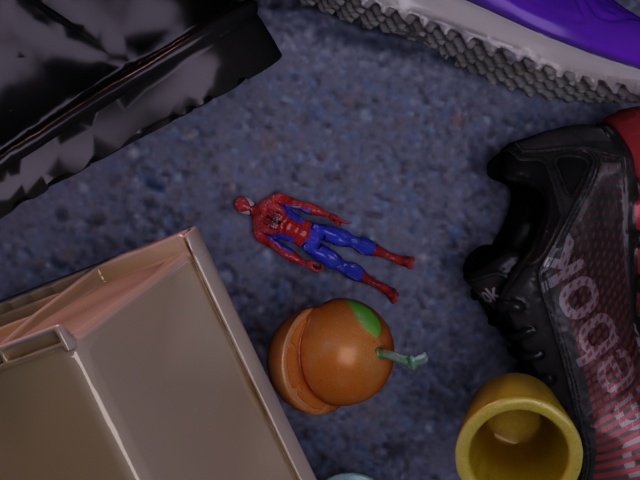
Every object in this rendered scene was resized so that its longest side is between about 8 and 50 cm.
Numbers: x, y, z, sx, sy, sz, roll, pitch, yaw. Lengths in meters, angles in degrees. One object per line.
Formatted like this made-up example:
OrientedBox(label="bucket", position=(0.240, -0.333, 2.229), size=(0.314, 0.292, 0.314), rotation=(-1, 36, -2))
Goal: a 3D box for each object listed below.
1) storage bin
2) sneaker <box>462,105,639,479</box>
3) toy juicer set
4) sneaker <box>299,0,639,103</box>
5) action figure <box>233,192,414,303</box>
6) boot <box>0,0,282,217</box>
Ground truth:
OrientedBox(label="storage bin", position=(-0.137, 0.167, 0.803), size=(0.260, 0.123, 0.262), rotation=(-20, 101, 31))
OrientedBox(label="sneaker", position=(0.151, 0.058, 0.912), size=(0.135, 0.097, 0.276), rotation=(-2, 93, -11))
OrientedBox(label="toy juicer set", position=(-0.017, 0.184, 0.863), size=(0.209, 0.089, 0.329), rotation=(30, 107, -5))
OrientedBox(label="sneaker", position=(0.092, -0.179, 0.873), size=(0.293, 0.102, 0.146), rotation=(20, 88, -9))
OrientedBox(label="action figure", position=(0.000, 0.000, 0.915), size=(0.115, 0.030, 0.038), rotation=(24, 95, -10))
OrientedBox(label="boot", position=(-0.218, -0.139, 0.797), size=(0.348, 0.131, 0.260), rotation=(-29, 103, -4))
